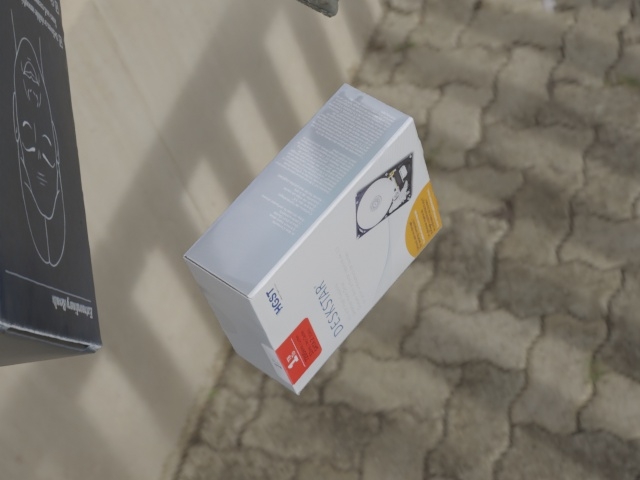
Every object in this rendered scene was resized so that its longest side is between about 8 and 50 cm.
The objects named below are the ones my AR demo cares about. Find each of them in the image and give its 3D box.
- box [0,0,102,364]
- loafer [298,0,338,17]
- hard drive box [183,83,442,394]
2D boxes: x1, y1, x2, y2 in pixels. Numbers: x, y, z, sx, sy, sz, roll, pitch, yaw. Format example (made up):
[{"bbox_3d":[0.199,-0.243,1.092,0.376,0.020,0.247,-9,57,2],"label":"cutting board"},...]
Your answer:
[{"bbox_3d":[-0.324,-0.099,1.099,0.212,0.293,0.396,-9,81,3],"label":"box"},{"bbox_3d":[-0.008,-0.246,1.188,0.087,0.094,0.251,-63,7,6],"label":"loafer"},{"bbox_3d":[0.000,0.000,1.338,0.089,0.181,0.232,31,70,31],"label":"hard drive box"}]
